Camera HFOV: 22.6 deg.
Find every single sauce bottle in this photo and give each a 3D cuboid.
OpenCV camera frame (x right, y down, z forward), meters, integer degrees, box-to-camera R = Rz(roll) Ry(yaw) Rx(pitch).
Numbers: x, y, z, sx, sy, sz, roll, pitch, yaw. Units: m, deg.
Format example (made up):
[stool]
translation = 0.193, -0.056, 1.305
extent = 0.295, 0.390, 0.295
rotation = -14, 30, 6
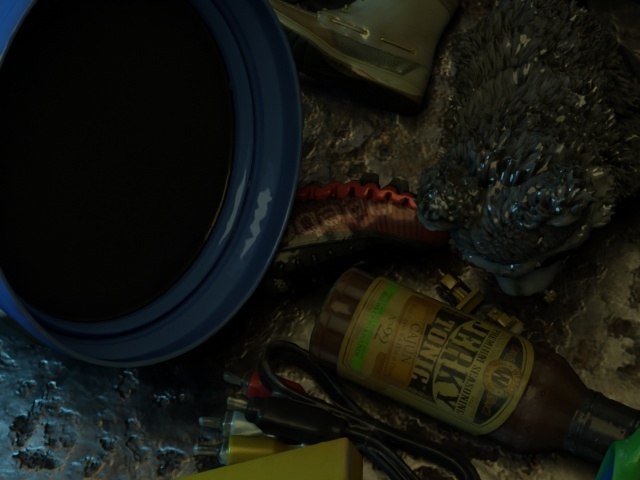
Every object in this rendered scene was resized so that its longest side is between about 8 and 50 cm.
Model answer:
[sauce bottle]
translation = 0.161, 0.134, 1.545
extent = 0.344, 0.111, 0.111
rotation = 21, 73, 14

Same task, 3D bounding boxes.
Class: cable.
[cable]
translation = 0.025, 0.192, 1.590
extent = 0.287, 0.072, 0.139
rotation = 18, 54, 3

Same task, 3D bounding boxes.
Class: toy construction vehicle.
[toy construction vehicle]
translation = 0.177, 0.050, 1.617
extent = 0.086, 0.035, 0.098
rotation = -41, 68, -8

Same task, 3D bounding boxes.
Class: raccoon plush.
[raccoon plush]
translation = 0.164, -0.164, 1.517
extent = 0.216, 0.299, 0.446
rotation = -22, 83, 21

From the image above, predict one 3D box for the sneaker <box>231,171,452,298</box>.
[sneaker]
translation = 0.000, 0.000, 1.634
extent = 0.276, 0.097, 0.135
rotation = 5, 69, 14

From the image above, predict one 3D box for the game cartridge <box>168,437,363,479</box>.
[game cartridge]
translation = -0.099, 0.343, 1.438
extent = 0.285, 0.052, 0.323
rotation = -16, 42, 18

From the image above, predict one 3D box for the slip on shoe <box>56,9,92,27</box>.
[slip on shoe]
translation = -0.332, -0.098, 1.451
extent = 0.101, 0.123, 0.331
rotation = 29, 71, 34

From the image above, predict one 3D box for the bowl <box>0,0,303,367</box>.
[bowl]
translation = -0.174, -0.082, 1.456
extent = 0.077, 0.391, 0.391
rotation = 10, 68, 41

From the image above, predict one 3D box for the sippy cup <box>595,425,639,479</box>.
[sippy cup]
translation = 0.331, 0.312, 1.380
extent = 0.224, 0.305, 0.240
rotation = 15, 48, 7

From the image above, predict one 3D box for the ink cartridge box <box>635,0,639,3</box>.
[ink cartridge box]
translation = 0.416, -0.256, 1.626
extent = 0.371, 0.175, 0.069
rotation = 35, 77, 20

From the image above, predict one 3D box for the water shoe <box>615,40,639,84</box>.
[water shoe]
translation = 0.279, -0.177, 1.687
extent = 0.203, 0.073, 0.080
rotation = 33, 53, 18

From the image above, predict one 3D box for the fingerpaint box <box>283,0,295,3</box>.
[fingerpaint box]
translation = -0.040, -0.509, 1.813
extent = 0.371, 0.163, 0.444
rotation = -20, 66, 1

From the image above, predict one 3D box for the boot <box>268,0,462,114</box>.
[boot]
translation = 0.038, -0.249, 1.718
extent = 0.213, 0.077, 0.165
rotation = 26, 71, -8

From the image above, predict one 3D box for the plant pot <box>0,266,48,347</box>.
[plant pot]
translation = -0.326, -0.026, 1.614
extent = 0.247, 0.252, 0.247
rotation = 17, 71, 15
